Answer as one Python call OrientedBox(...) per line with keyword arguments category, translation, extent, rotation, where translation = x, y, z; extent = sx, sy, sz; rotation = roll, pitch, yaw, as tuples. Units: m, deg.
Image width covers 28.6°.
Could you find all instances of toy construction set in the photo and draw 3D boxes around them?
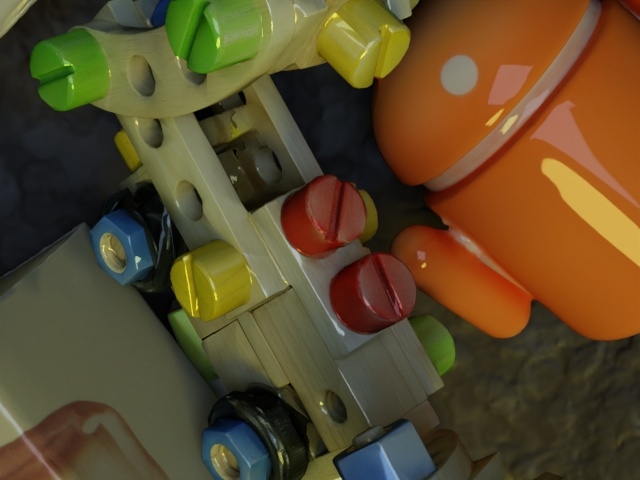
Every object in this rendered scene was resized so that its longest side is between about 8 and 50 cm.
OrientedBox(category="toy construction set", translation=(0.000, 0.000, 0.484), extent=(0.151, 0.215, 0.328), rotation=(-8, 75, -38))

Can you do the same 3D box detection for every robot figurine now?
OrientedBox(category="robot figurine", translation=(0.112, -0.040, 0.572), extent=(0.219, 0.128, 0.158), rotation=(40, 125, -10))

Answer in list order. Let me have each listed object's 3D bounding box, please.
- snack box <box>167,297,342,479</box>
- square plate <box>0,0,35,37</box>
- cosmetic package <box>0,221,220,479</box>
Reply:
OrientedBox(category="snack box", translation=(-0.004, 0.079, 0.623), extent=(0.100, 0.037, 0.141), rotation=(-21, 99, -1))
OrientedBox(category="square plate", translation=(-0.339, -0.124, 0.510), extent=(0.344, 0.049, 0.347), rotation=(-42, 97, 15))
OrientedBox(category="cosmetic package", translation=(-0.092, 0.164, 0.561), extent=(0.153, 0.129, 0.296), rotation=(-32, 100, 23))
